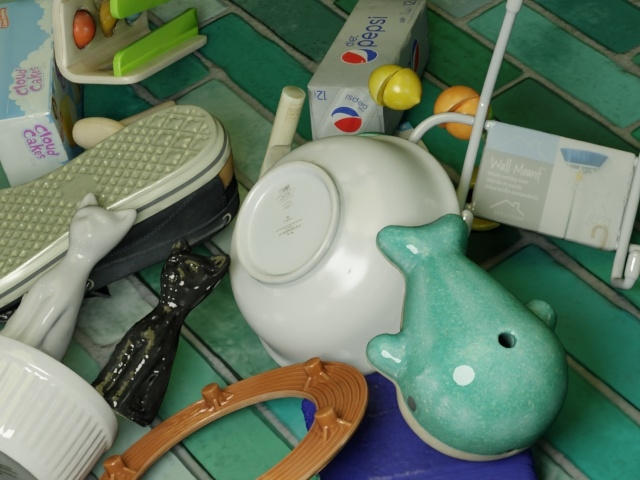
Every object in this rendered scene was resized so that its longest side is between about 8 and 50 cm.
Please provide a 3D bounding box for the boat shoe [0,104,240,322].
[{"bbox_3d":[-0.319,0.011,2.080,0.500,0.156,0.187,-27,46,1],"label":"boat shoe"}]

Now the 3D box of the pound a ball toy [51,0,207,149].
[{"bbox_3d":[-0.267,-0.257,2.325,0.136,0.208,0.319,5,20,18],"label":"pound a ball toy"}]

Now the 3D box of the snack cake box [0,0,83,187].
[{"bbox_3d":[-0.375,-0.187,2.295,0.089,0.152,0.264,-10,43,2],"label":"snack cake box"}]

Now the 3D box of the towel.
[{"bbox_3d":[0.114,0.260,1.781,0.228,0.076,0.308,-9,42,-7],"label":"towel"}]

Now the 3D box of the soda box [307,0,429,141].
[{"bbox_3d":[0.066,-0.218,2.229,0.098,0.091,0.286,3,31,15],"label":"soda box"}]

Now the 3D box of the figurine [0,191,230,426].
[{"bbox_3d":[-0.230,0.066,1.917,0.215,0.092,0.209,27,82,21],"label":"figurine"}]

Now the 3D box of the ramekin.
[{"bbox_3d":[-0.330,0.200,1.847,0.207,0.207,0.109,14,58,25],"label":"ramekin"}]

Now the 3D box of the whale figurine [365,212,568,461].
[{"bbox_3d":[0.150,0.085,1.759,0.216,0.141,0.272,-10,66,-19],"label":"whale figurine"}]

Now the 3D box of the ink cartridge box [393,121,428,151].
[{"bbox_3d":[0.108,-0.111,2.198,0.048,0.028,0.083,-21,44,-9],"label":"ink cartridge box"}]

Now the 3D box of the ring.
[{"bbox_3d":[-0.106,0.213,1.789,0.336,0.032,0.336,-24,18,8],"label":"ring"}]

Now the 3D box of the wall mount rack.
[{"bbox_3d":[0.281,-0.114,1.957,0.350,0.130,0.304,13,88,-2],"label":"wall mount rack"}]

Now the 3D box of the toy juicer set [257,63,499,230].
[{"bbox_3d":[0.058,-0.105,2.071,0.329,0.209,0.089,0,33,11],"label":"toy juicer set"}]

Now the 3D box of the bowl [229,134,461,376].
[{"bbox_3d":[0.000,0.000,1.926,0.298,0.134,0.298,-16,62,33],"label":"bowl"}]
